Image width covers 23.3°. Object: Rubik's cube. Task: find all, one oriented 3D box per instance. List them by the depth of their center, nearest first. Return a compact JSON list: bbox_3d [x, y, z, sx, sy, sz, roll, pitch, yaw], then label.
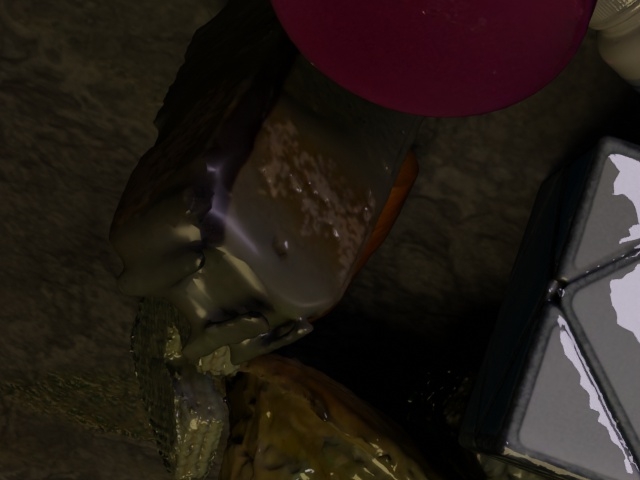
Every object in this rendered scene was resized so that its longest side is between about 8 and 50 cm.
[{"bbox_3d":[0.222,0.071,0.992,0.207,0.205,0.205,21,174,1],"label":"Rubik's cube"}]

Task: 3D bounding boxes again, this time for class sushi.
[{"bbox_3d":[0.161,0.162,1.191,0.225,0.124,0.127,46,169,-36],"label":"sushi"}]

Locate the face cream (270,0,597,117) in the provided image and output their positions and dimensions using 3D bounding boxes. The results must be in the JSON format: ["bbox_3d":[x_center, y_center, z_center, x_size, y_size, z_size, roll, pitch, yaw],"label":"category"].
[{"bbox_3d":[0.075,-0.190,0.847,0.175,0.195,0.175,11,134,11],"label":"face cream"}]

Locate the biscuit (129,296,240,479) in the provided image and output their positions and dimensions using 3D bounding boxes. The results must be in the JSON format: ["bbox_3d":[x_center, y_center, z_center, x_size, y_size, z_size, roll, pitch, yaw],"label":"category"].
[{"bbox_3d":[-0.099,0.063,1.197,0.046,0.147,0.250,-3,139,-22],"label":"biscuit"}]

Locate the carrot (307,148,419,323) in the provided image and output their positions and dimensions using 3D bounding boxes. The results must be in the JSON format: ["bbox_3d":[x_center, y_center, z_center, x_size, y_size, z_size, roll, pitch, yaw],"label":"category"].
[{"bbox_3d":[0.000,0.000,1.142,0.087,0.087,0.193,31,137,-11],"label":"carrot"}]

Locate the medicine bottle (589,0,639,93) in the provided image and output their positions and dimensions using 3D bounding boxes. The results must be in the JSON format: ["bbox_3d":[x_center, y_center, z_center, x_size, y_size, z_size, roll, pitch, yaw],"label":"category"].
[{"bbox_3d":[0.232,-0.119,0.925,0.187,0.103,0.103,39,134,-19],"label":"medicine bottle"}]

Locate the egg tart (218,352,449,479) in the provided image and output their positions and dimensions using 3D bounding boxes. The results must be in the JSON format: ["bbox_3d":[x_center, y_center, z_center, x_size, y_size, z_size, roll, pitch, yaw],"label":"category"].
[{"bbox_3d":[0.019,0.221,1.250,0.315,0.120,0.315,38,163,14],"label":"egg tart"}]

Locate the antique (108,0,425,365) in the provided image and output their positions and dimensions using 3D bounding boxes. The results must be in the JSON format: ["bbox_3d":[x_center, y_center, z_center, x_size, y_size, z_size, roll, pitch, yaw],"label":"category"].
[{"bbox_3d":[-0.027,-0.055,0.954,0.150,0.284,0.125,-27,119,40],"label":"antique"}]
